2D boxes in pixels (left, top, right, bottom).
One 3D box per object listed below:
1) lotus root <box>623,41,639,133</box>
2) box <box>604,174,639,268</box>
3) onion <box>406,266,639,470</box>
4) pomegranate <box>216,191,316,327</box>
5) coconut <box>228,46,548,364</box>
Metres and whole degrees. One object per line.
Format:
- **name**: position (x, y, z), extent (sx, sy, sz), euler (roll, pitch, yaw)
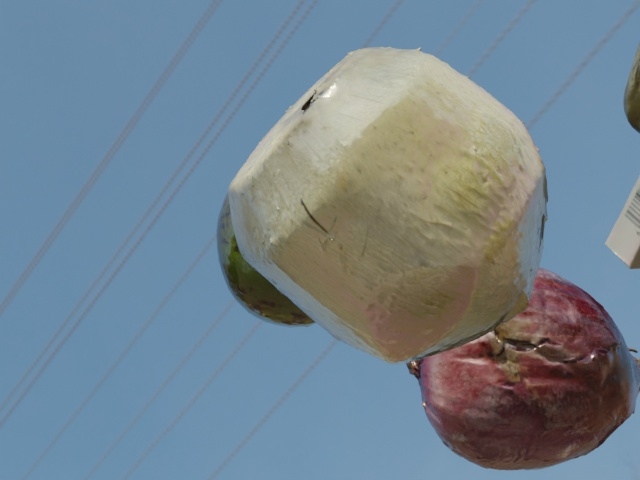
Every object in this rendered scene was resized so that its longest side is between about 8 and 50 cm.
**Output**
- **lotus root**: position (0.381, -0.195, 1.234), extent (0.080, 0.089, 0.179), euler (-9, -51, -48)
- **box**: position (0.588, -0.059, 1.676), extent (0.343, 0.065, 0.200), euler (-1, -55, -33)
- **onion**: position (0.232, 0.109, 1.164), extent (0.283, 0.227, 0.120), euler (3, -30, -24)
- **pomegranate**: position (-0.010, 0.013, 1.494), extent (0.230, 0.286, 0.231), euler (-25, -51, -35)
- **coconut**: position (0.061, -0.020, 0.874), extent (0.230, 0.227, 0.227), euler (41, -67, -9)
